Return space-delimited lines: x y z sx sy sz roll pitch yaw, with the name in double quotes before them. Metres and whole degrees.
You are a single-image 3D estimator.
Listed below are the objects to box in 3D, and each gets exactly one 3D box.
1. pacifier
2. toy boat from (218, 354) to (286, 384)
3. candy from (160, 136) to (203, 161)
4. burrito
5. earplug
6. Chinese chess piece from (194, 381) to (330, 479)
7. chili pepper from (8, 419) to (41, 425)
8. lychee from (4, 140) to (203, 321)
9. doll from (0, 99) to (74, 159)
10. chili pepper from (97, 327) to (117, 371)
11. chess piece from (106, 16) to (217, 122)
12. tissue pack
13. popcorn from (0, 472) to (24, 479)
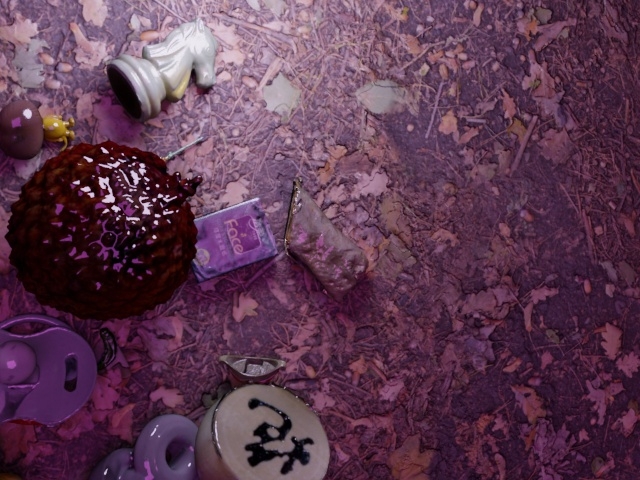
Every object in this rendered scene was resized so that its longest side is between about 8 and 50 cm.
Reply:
"pacifier" -0.708 0.293 1.539 0.343 0.269 0.288 -1 66 -19
"toy boat" -0.184 0.348 1.768 0.185 0.089 0.071 4 127 3
"candy" -0.395 -0.224 1.726 0.201 0.060 0.060 -34 99 -20
"burrito" -0.009 0.008 1.810 0.175 0.107 0.348 -45 104 -24
"earplug" -0.443 0.587 1.671 0.325 0.175 0.214 -30 94 -23
"Chinese chess piece" -0.143 0.532 1.656 0.349 0.349 0.146 20 126 -15
"chili pepper" -0.740 0.444 1.647 0.178 0.027 0.045 5 90 -14
"lychee" -0.478 -0.027 1.521 0.499 0.424 0.425 -21 97 12
"doll" -0.712 -0.264 1.618 0.188 0.096 0.145 18 102 -40
"chili pepper" -0.555 0.285 1.696 0.055 0.035 0.118 13 97 -3
"chess piece" -0.383 -0.442 1.685 0.298 0.175 0.176 -38 101 -25
"tissue pack" -0.249 -0.001 1.753 0.235 0.073 0.173 -19 96 -13
"popcorn" -0.864 0.592 1.491 0.381 0.349 0.349 30 81 -53
